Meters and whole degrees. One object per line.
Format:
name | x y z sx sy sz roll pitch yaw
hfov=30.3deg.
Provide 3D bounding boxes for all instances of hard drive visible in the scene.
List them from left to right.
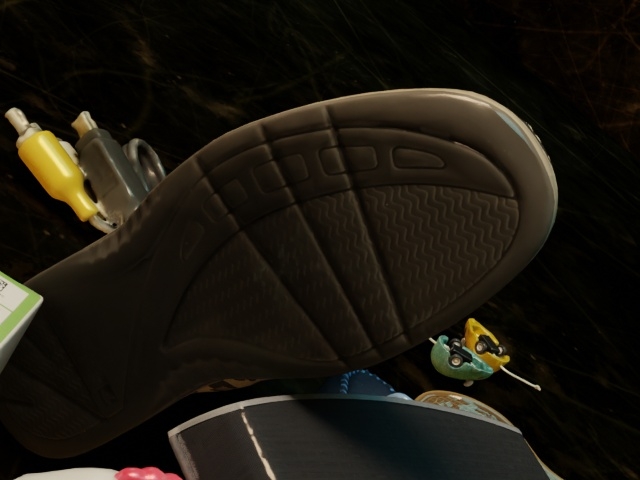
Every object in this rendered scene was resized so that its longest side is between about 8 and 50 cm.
hard drive | 0.055 0.157 0.633 0.255 0.054 0.172 13 35 -42

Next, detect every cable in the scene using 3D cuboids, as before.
cable | -0.151 0.006 0.962 0.139 0.072 0.287 15 41 -60

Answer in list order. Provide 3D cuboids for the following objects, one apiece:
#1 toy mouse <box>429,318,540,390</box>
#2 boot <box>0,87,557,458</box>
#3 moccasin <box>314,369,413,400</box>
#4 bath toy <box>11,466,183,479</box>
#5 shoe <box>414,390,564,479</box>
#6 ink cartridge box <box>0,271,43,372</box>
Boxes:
toy mouse | 0.123 0.098 1.167 0.143 0.031 0.161 10 34 -48
boot | 0.000 0.000 0.735 0.138 0.377 0.284 62 30 1
moccasin | 0.076 0.196 0.793 0.138 0.117 0.342 23 26 -28
bath toy | -0.076 0.232 0.494 0.348 0.129 0.151 60 -1 44
shoe | 0.161 0.208 0.987 0.219 0.058 0.076 35 53 9
ink cartridge box | -0.221 0.093 0.583 0.062 0.109 0.209 33 23 -6
